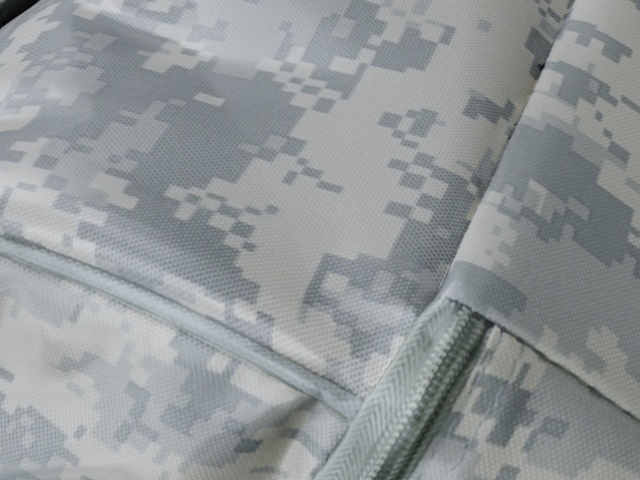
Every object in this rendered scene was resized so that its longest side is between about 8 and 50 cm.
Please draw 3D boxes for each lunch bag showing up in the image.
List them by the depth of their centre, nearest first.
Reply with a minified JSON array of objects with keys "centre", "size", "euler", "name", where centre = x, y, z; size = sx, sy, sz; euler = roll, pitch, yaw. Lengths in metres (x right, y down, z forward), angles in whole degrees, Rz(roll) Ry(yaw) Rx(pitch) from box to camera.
[{"centre":[0.000,0.000,0.587],"size":[0.212,0.256,0.305],"euler":[-57,2,42],"name":"lunch bag"}]
